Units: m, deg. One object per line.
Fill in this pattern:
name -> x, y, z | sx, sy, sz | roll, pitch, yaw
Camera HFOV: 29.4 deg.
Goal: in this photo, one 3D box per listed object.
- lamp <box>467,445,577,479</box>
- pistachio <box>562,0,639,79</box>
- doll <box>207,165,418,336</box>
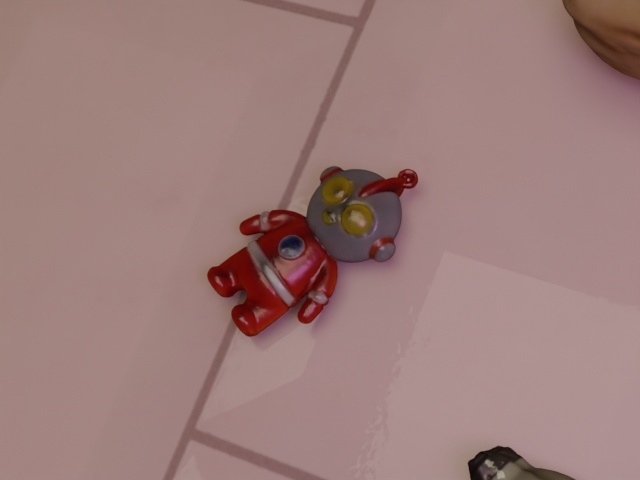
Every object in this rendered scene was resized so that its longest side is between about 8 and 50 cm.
lamp -> 0.233, 0.281, 1.098 | 0.101, 0.101, 0.250 | -44, 70, -3
pistachio -> 0.398, -0.257, 1.191 | 0.321, 0.229, 0.238 | -1, 44, 4
doll -> 0.000, 0.000, 1.280 | 0.245, 0.076, 0.142 | -35, 66, 5
